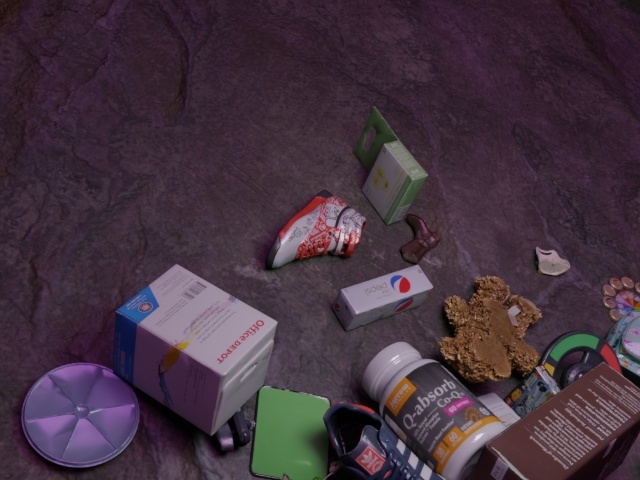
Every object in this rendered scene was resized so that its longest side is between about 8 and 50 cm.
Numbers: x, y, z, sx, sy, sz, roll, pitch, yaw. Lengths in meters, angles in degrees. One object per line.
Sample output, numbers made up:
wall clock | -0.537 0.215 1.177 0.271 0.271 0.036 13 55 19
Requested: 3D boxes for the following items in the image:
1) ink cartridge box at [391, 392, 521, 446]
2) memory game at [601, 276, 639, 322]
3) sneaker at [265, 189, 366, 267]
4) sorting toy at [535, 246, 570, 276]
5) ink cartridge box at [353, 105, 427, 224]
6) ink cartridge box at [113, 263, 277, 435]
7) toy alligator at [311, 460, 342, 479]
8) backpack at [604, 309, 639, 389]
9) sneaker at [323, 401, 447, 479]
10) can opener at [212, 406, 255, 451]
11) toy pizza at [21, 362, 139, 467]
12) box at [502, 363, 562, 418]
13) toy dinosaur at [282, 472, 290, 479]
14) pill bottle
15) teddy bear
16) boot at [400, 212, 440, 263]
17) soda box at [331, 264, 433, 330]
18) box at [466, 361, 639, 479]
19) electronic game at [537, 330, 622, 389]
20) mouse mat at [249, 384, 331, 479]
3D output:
ink cartridge box | 0.331 0.491 1.625 0.308 0.091 0.385 -12 41 -28
memory game | 0.784 0.166 2.090 0.186 0.012 0.186 11 50 -13
sneaker | 0.001 -0.001 1.863 0.145 0.090 0.270 33 46 10
sorting toy | 0.567 0.046 2.084 0.083 0.045 0.075 11 42 -12
ink cartridge box | 0.145 -0.180 2.010 0.056 0.171 0.235 -19 61 -32
ink cartridge box | -0.226 0.194 1.504 0.232 0.168 0.171 28 40 18
toy alligator | -0.022 0.466 1.505 0.189 0.056 0.051 -27 108 -37
backpack | 0.736 0.251 1.918 0.165 0.144 0.188 28 45 9
sneaker | 0.119 0.411 1.466 0.131 0.148 0.350 -48 47 -4
can opener | -0.172 0.304 1.567 0.073 0.059 0.186 8 48 -33
toy pizza | -0.423 0.309 1.483 0.201 0.032 0.201 10 50 -12
box | 0.447 0.332 1.738 0.027 0.137 0.094 -17 61 -35
toy dinosaur | 0.033 0.497 1.465 0.268 0.064 0.118 27 44 -33
pill bottle | 0.213 0.329 1.601 0.162 0.162 0.278 -19 44 -32
teddy bear | 0.375 0.205 1.850 0.245 0.113 0.338 27 40 -9
boot | 0.217 -0.004 1.990 0.106 0.037 0.114 41 54 16
soda box | 0.136 0.124 1.825 0.216 0.074 0.069 -16 60 -31
box | 0.441 0.395 1.548 0.381 0.191 0.143 -20 48 -36
electronic game | 0.557 0.308 1.799 0.229 0.048 0.229 2 85 -22
mouse mat | -0.054 0.370 1.597 0.152 0.007 0.190 13 48 -11
